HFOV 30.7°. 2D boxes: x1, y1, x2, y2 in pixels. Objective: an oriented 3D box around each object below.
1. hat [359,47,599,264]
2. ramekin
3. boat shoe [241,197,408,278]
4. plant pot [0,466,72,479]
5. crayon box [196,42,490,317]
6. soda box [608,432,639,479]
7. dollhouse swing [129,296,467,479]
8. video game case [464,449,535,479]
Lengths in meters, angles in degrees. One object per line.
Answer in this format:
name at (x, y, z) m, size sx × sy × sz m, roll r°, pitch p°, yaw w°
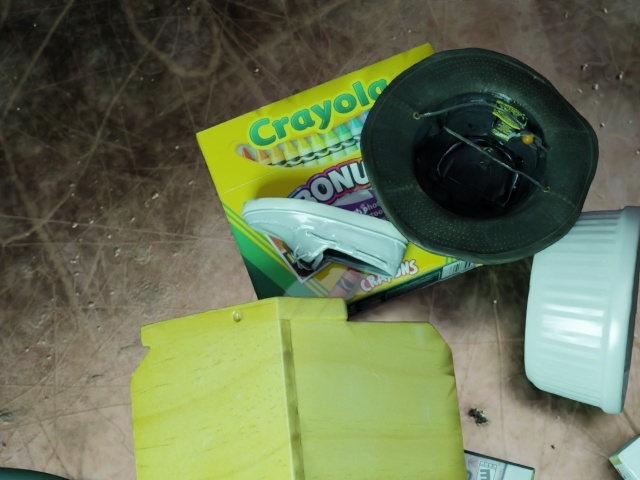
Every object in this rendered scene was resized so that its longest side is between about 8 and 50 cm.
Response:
hat at (0.194, -0.088, 1.530) m, size 0.331 × 0.134 × 0.331 m, roll 5°, pitch 60°, yaw -8°
ramekin at (0.346, 0.085, 1.524) m, size 0.127 × 0.273 × 0.272 m, roll 5°, pitch 76°, yaw 17°
boat shoe at (0.001, 0.000, 1.546) m, size 0.228 × 0.079 × 0.081 m, roll 12°, pitch 72°, yaw 5°
plant pot at (-0.366, 0.420, 1.497) m, size 0.255 × 0.271 × 0.271 m, roll 3°, pitch 76°, yaw -11°
crayon box at (0.048, -0.067, 1.656) m, size 0.363 × 0.106 × 0.313 m, roll -22°, pitch 75°, yaw -2°
soda box at (0.494, 0.251, 1.561) m, size 0.216 × 0.074 × 0.069 m, roll -38°, pitch 77°, yaw -6°
dollhouse swing at (-0.022, 0.265, 1.512) m, size 0.315 × 0.305 × 0.346 m, roll -13°, pitch 77°, yaw 32°
video game case at (0.128, 0.394, 1.571) m, size 0.275 × 0.035 × 0.248 m, roll 14°, pitch 77°, yaw 7°
